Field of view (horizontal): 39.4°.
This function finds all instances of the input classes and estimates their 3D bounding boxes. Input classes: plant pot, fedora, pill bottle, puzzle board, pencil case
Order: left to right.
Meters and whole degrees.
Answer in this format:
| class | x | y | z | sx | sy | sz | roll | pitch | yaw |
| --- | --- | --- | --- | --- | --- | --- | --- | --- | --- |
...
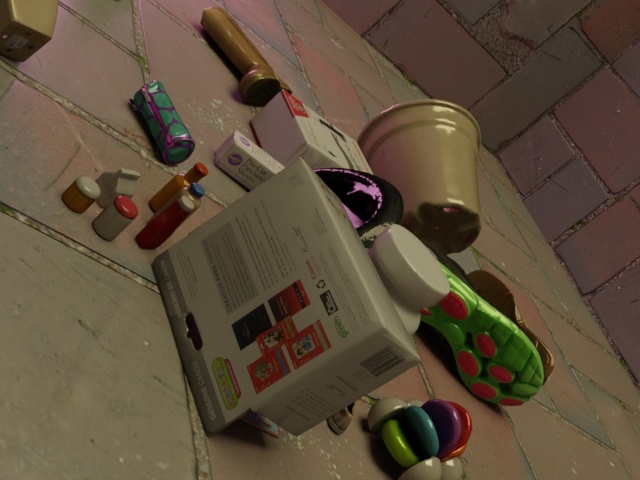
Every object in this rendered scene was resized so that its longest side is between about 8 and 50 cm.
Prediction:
| class | x | y | z | sx | sy | sz | roll | pitch | yaw |
| --- | --- | --- | --- | --- | --- | --- | --- | --- | --- |
| plant pot | -0.465 | -0.337 | 1.357 | 0.109 | 0.109 | 0.096 | 17 | 49 | -55 |
| pencil case | -0.274 | -0.206 | 1.561 | 0.151 | 0.064 | 0.070 | 58 | 6 | 25 |
| puzzle board | -0.107 | 0.211 | 1.235 | 0.128 | 0.011 | 0.096 | 34 | 24 | -34 |
| fedora | 0.000 | 0.000 | 1.580 | 0.334 | 0.334 | 0.152 | -88 | 169 | -62 |
| pill bottle | 0.048 | 0.112 | 1.347 | 0.162 | 0.278 | 0.162 | 41 | 21 | -19 |
| plant pot | 0.267 | -0.130 | 2.255 | 0.334 | 0.334 | 0.305 | 33 | 37 | -38 |

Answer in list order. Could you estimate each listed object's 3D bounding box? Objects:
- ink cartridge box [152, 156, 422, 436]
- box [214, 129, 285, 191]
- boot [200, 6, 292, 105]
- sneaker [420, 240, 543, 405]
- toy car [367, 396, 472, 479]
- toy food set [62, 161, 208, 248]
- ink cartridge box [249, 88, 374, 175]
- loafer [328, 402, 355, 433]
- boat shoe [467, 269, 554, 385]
| class | x | y | z | sx | sy | sz | roll | pitch | yaw |
| --- | --- | --- | --- | --- | --- | --- | --- | --- | --- |
| ink cartridge box | -0.057 | 0.090 | 1.223 | 0.130 | 0.272 | 0.309 | 44 | 17 | -52 |
| box | -0.063 | -0.092 | 1.770 | 0.324 | 0.067 | 0.063 | 37 | 23 | -24 |
| boot | -0.200 | -0.443 | 2.127 | 0.269 | 0.089 | 0.236 | 52 | 10 | 9 |
| sneaker | 0.319 | 0.160 | 1.967 | 0.483 | 0.185 | 0.202 | 48 | 24 | -5 |
| toy car | 0.177 | 0.316 | 1.453 | 0.182 | 0.136 | 0.159 | 20 | 35 | -53 |
| toy food set | -0.249 | -0.063 | 1.296 | 0.111 | 0.104 | 0.232 | 57 | 21 | 21 |
| ink cartridge box | -0.007 | -0.185 | 2.007 | 0.273 | 0.114 | 0.197 | 31 | 26 | -43 |
| loafer | 0.040 | 0.257 | 1.416 | 0.045 | 0.039 | 0.125 | 43 | 21 | -14 |
| boat shoe | 0.474 | 0.231 | 2.301 | 0.342 | 0.123 | 0.123 | 54 | -10 | 29 |
